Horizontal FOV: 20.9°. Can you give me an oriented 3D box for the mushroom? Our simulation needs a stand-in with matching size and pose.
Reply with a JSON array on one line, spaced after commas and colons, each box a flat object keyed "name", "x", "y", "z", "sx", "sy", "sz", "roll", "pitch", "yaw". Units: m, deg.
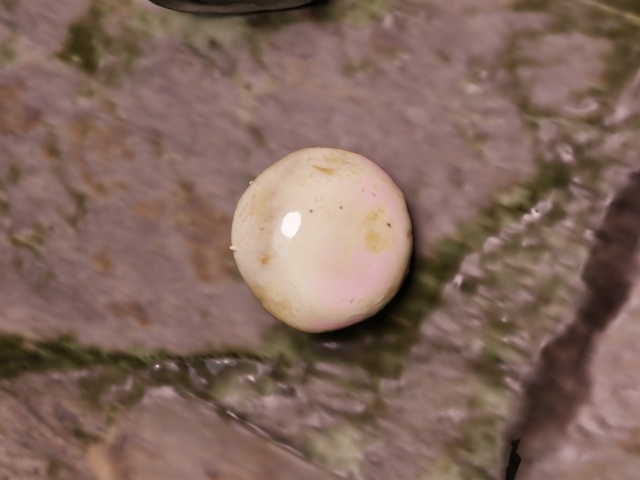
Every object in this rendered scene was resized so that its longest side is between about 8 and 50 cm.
[{"name": "mushroom", "x": 0.000, "y": 0.000, "z": 0.779, "sx": 0.067, "sy": 0.084, "sz": 0.083, "roll": 164, "pitch": 102, "yaw": -67}]

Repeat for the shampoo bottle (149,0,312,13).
[{"name": "shampoo bottle", "x": -0.042, "y": -0.240, "z": 0.798, "sx": 0.085, "sy": 0.085, "sz": 0.262, "roll": -2, "pitch": 88, "yaw": 27}]
